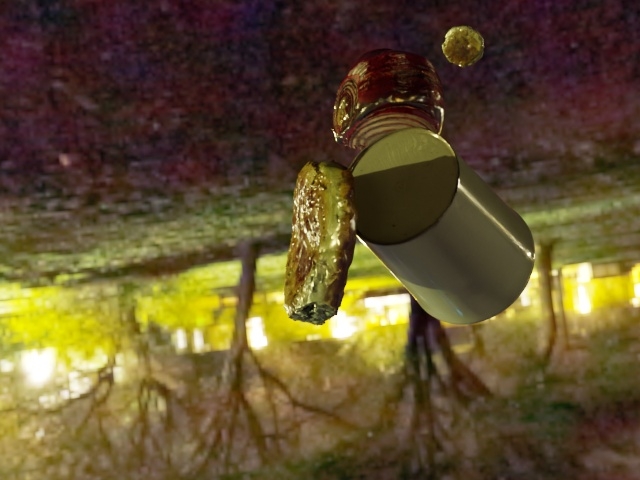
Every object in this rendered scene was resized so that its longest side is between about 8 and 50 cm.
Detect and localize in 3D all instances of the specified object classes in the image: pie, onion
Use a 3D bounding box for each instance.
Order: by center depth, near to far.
[{"bbox_3d":[0.000,0.000,1.901,0.102,0.288,0.355,6,168,-9],"label":"pie"},{"bbox_3d":[0.267,-0.362,1.976,0.084,0.084,0.020,-9,-149,31],"label":"pie"},{"bbox_3d":[0.151,-0.298,2.179,0.216,0.206,0.207,9,147,-19],"label":"onion"}]

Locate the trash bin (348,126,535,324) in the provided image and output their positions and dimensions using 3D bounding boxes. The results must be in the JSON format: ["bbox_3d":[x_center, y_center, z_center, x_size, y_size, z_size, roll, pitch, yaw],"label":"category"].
[{"bbox_3d":[0.243,-0.015,2.105,0.280,0.280,0.432,-9,152,28],"label":"trash bin"}]
